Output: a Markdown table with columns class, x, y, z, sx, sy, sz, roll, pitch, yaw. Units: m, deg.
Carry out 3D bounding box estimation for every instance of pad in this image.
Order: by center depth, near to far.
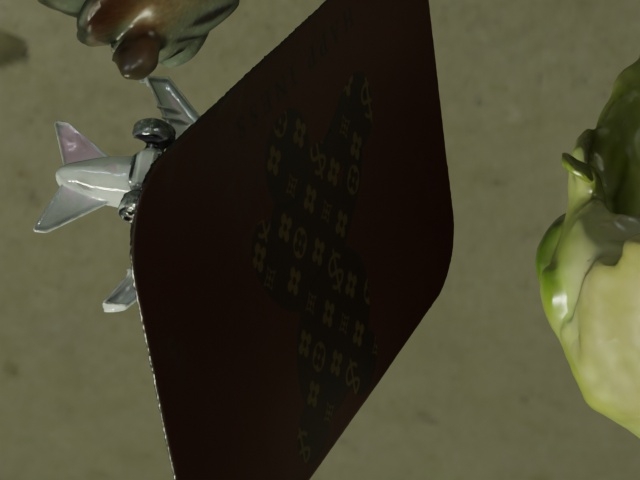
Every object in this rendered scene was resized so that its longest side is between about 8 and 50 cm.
| class | x | y | z | sx | sy | sz | roll | pitch | yaw |
| --- | --- | --- | --- | --- | --- | --- | --- | --- | --- |
| pad | 0.000 | 0.000 | 0.759 | 0.004 | 0.267 | 0.181 | 5 | 122 | 25 |

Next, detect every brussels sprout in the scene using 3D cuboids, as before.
| class | x | y | z | sx | sy | sz | roll | pitch | yaw |
| --- | --- | --- | --- | --- | --- | --- | --- | --- | --- |
| brussels sprout | 0.320 | 0.011 | 1.187 | 0.276 | 0.371 | 0.314 | 2 | 117 | 47 |

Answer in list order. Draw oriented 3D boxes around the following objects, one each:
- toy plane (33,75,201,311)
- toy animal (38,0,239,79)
| class | x | y | z | sx | sy | sz | roll | pitch | yaw |
| --- | --- | --- | --- | --- | --- | --- | --- | --- | --- |
| toy plane | -0.083 | -0.031 | 1.151 | 0.171 | 0.162 | 0.065 | 3 | 153 | 9 |
| toy animal | 0.018 | -0.165 | 0.599 | 0.090 | 0.170 | 0.255 | 27 | 109 | 28 |
